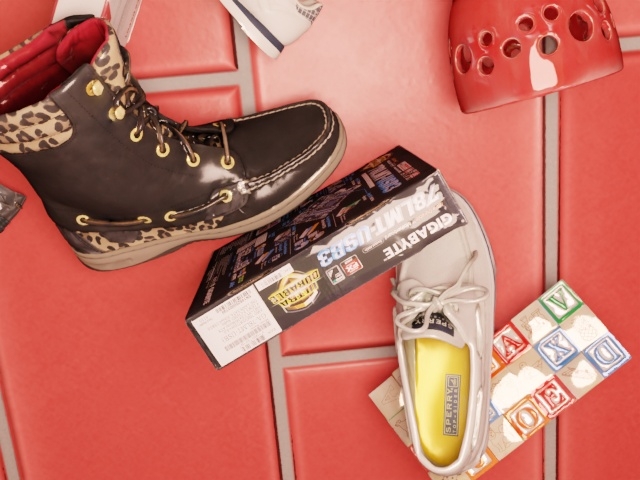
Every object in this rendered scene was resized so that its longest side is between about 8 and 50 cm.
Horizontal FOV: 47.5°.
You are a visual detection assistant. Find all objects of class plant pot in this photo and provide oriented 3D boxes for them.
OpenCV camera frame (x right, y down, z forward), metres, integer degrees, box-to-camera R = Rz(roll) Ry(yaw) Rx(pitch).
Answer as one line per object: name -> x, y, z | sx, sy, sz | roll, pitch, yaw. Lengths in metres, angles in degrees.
plant pot -> 0.235, -0.253, 0.848 | 0.191, 0.191, 0.174 | -18, 98, 2

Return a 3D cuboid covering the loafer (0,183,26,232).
loafer -> -0.453, -0.086, 0.924 | 0.170, 0.062, 0.061 | 46, 76, -17

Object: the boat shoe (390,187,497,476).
boat shoe -> 0.141, 0.101, 0.889 | 0.135, 0.156, 0.368 | -1, 80, 18

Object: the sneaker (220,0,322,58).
sneaker -> -0.097, -0.323, 0.843 | 0.094, 0.090, 0.235 | -40, 129, 9

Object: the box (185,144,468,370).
box -> 0.000, 0.000, 0.845 | 0.293, 0.295, 0.073 | -29, 102, 4

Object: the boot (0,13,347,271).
boot -> -0.177, -0.123, 0.821 | 0.377, 0.138, 0.284 | -19, 143, 8

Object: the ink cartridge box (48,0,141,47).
ink cartridge box -> -0.251, -0.279, 0.837 | 0.056, 0.135, 0.099 | 21, 103, -5

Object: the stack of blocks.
stack of blocks -> 0.235, 0.182, 0.977 | 0.297, 0.087, 0.171 | -40, 73, 8
